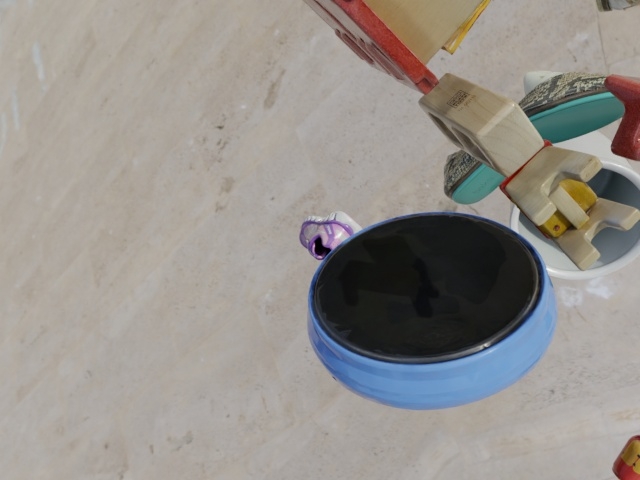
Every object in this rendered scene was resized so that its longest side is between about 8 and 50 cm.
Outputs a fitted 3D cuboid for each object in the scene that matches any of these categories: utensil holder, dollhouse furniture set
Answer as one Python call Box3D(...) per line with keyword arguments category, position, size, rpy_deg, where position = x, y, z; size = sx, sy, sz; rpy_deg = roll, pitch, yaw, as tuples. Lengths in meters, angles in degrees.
Box3D(category="utensil holder", position=(0.684, -0.128, 1.409), size=(0.328, 0.385, 0.327), rpy_deg=(8, 120, 14))
Box3D(category="dollhouse furniture set", position=(0.176, -0.170, 0.459), size=(0.201, 0.374, 0.152), rpy_deg=(-47, 29, 12))

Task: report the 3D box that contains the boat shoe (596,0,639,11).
Box3D(category="boat shoe", position=(0.649, -0.622, 1.118), size=(0.103, 0.302, 0.113), rpy_deg=(14, 83, 40))

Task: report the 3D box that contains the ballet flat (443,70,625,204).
Box3D(category="ballet flat", position=(0.436, -0.253, 1.123), size=(0.483, 0.164, 0.182), rpy_deg=(-39, 48, 53))

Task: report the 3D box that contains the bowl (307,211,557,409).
Box3D(category="bowl", position=(0.163, 0.082, 0.821), size=(0.391, 0.077, 0.391), rpy_deg=(-11, 34, 8))

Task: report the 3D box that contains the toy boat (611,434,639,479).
Box3D(category="toy boat", position=(0.658, 0.388, 0.854), size=(0.318, 0.267, 0.148), rpy_deg=(22, 111, -5))

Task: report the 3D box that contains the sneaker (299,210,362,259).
Box3D(category="sneaker", position=(0.000, 0.000, 1.251), size=(0.104, 0.095, 0.236), rpy_deg=(-57, 18, -21))
